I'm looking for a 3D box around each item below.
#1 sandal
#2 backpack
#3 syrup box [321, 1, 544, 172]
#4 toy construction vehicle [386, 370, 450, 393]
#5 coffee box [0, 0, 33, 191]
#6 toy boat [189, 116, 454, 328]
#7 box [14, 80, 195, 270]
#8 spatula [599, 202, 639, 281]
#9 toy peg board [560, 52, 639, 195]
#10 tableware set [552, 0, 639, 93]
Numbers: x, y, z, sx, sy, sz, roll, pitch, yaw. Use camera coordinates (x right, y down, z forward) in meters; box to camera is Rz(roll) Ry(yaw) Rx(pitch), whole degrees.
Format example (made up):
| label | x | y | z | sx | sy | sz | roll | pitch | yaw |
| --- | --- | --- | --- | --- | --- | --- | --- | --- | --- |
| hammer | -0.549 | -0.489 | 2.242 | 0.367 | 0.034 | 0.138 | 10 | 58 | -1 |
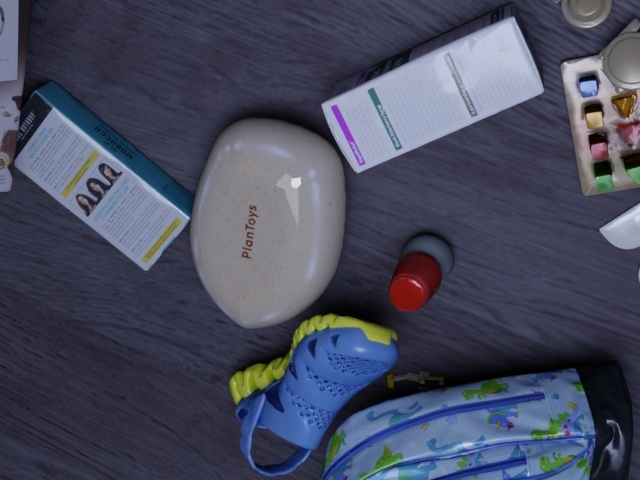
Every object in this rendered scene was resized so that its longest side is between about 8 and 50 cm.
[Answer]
| label | x | y | z | sx | sy | sz | roll | pitch | yaw |
| --- | --- | --- | --- | --- | --- | --- | --- | --- | --- |
| sandal | -0.009 | 0.191 | 1.393 | 0.126 | 0.138 | 0.317 | 18 | 145 | -22 |
| backpack | 0.173 | 0.298 | 1.368 | 0.356 | 0.273 | 0.290 | 4 | 132 | 4 |
| syrup box | 0.128 | -0.173 | 1.313 | 0.237 | 0.093 | 0.096 | -22 | 106 | 17 |
| toy construction vehicle | 0.137 | 0.209 | 1.493 | 0.098 | 0.035 | 0.086 | 0 | 121 | 13 |
| coffee box | -0.428 | -0.222 | 1.343 | 0.168 | 0.119 | 0.297 | 36 | 122 | 43 |
| toy boat | 0.000 | 0.000 | 1.388 | 0.318 | 0.148 | 0.267 | 19 | 113 | 10 |
| box | -0.276 | -0.080 | 1.439 | 0.244 | 0.060 | 0.100 | 40 | 112 | -6 |
| spatula | 0.477 | -0.012 | 1.355 | 0.242 | 0.019 | 0.168 | -34 | 96 | 19 |
| toy peg board | 0.362 | -0.132 | 1.289 | 0.161 | 0.079 | 0.160 | -10 | 105 | 13 |
| tableware set | 0.347 | -0.253 | 1.259 | 0.141 | 0.020 | 0.168 | -33 | 81 | 13 |
